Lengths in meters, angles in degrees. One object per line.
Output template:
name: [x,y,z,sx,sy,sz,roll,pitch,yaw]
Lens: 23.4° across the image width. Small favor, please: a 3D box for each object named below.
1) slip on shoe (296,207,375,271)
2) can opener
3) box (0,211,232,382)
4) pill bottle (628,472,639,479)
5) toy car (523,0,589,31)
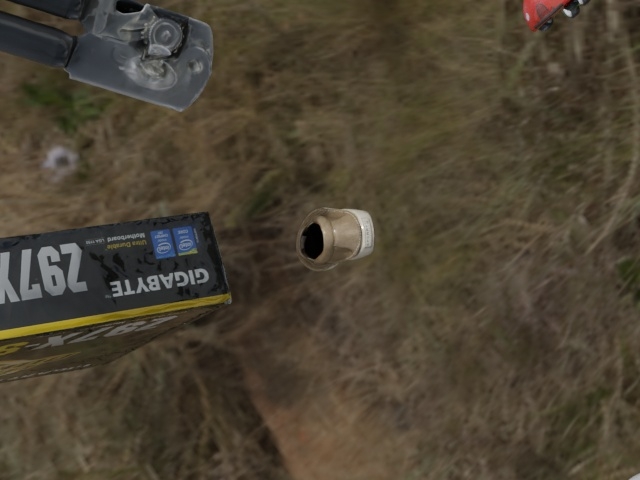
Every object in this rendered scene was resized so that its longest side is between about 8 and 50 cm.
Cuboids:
slip on shoe: [0.000,0.000,1.228,0.041,0.135,0.051,-6,91,-21]
can opener: [-0.219,-0.174,1.216,0.283,0.095,0.076,16,95,-21]
box: [-0.265,0.062,1.156,0.257,0.322,0.079,-30,72,56]
pill bottle: [0.324,0.108,0.715,0.334,0.188,0.188,-26,89,10]
toy car: [0.228,-0.239,1.256,0.239,0.225,0.053,-41,88,-9]
